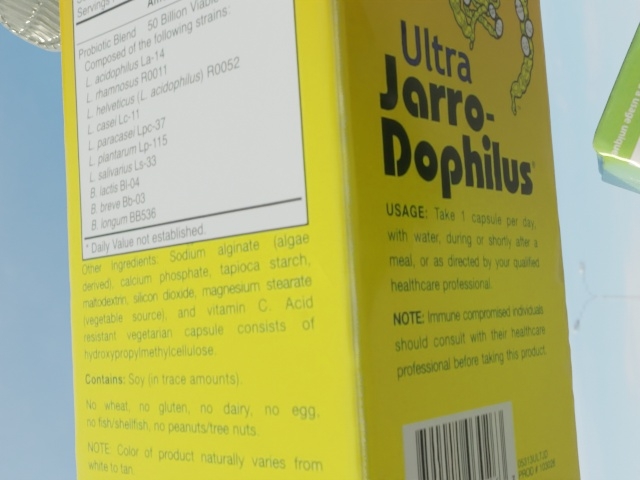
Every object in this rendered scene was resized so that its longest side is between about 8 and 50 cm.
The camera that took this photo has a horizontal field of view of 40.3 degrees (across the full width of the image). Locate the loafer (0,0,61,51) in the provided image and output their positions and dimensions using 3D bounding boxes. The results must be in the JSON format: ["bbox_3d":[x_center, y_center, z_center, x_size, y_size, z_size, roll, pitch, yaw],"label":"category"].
[{"bbox_3d":[-0.209,-0.259,0.735,0.094,0.251,0.087,30,-131,-14],"label":"loafer"}]

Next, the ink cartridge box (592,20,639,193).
[{"bbox_3d":[0.261,-0.073,0.328,0.189,0.255,0.097,-69,-19,5],"label":"ink cartridge box"}]

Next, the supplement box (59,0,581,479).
[{"bbox_3d":[0.000,0.000,0.469,0.195,0.194,0.357,2,-97,-50],"label":"supplement box"}]
